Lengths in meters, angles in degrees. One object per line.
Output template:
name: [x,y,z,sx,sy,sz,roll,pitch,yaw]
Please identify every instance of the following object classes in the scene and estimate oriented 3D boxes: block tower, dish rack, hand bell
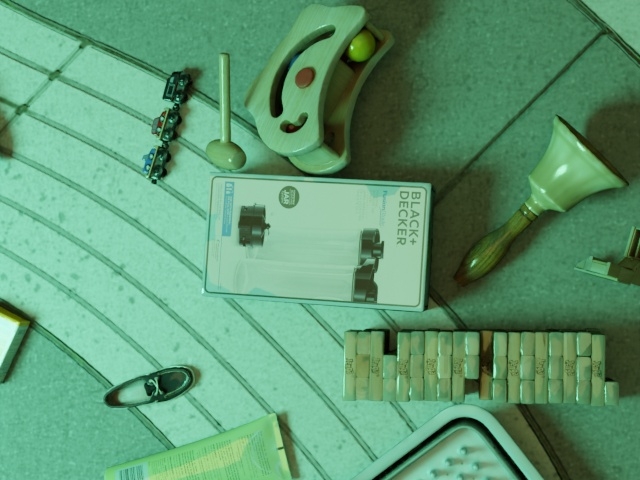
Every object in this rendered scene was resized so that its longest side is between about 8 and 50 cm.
block tower: [0.200,0.157,1.432,0.336,0.091,0.097,1,88,8]
dish rack: [0.150,0.397,1.440,0.333,0.072,0.285,-38,82,5]
hand bell: [0.257,-0.031,1.439,0.126,0.126,0.242,47,106,8]

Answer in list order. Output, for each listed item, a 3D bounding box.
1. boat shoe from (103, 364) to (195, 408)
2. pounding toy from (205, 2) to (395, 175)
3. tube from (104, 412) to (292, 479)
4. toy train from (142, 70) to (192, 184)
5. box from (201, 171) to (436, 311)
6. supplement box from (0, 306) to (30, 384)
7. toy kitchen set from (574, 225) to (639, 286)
boat shoe: [-0.231,0.198,1.522,0.125,0.038,0.046,-13,86,8]
pounding toy: [-0.030,-0.186,1.425,0.154,0.155,0.269,37,93,40]
tube: [-0.163,0.303,1.502,0.240,0.062,0.070,-15,129,3]
toy train: [-0.212,-0.154,1.540,0.036,0.027,0.158,16,90,12]
box: [0.000,0.000,1.471,0.290,0.087,0.169,5,88,9]
supplement box: [-0.451,0.143,1.558,0.062,0.036,0.098,26,91,9]
toy kitchen set: [0.367,0.012,1.428,0.068,0.083,0.075,16,90,50]
